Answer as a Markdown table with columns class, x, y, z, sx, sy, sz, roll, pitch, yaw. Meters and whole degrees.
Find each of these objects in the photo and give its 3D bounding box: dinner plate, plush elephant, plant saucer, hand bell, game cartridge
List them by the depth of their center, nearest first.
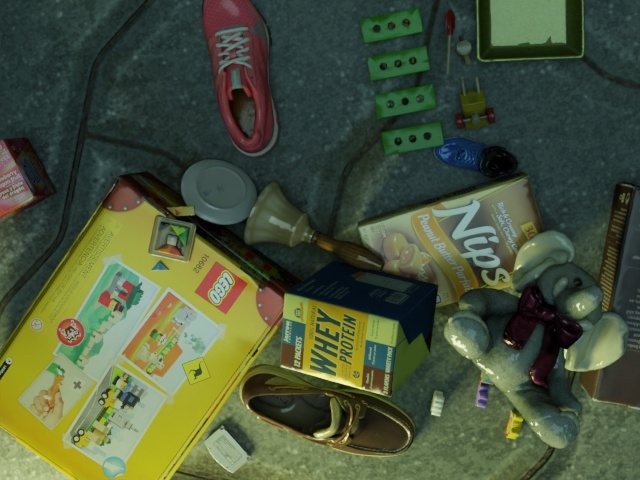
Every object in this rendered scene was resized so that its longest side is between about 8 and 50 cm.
| class | x | y | z | sx | sy | sz | roll | pitch | yaw |
| --- | --- | --- | --- | --- | --- | --- | --- | --- | --- |
| plush elephant | 0.370 | 0.138 | 1.690 | 0.255 | 0.330 | 0.272 | -43 | 90 | 5 |
| plant saucer | 0.365 | -0.410 | 1.815 | 0.188 | 0.045 | 0.188 | -2 | 96 | 3 |
| hand bell | 0.000 | 0.000 | 1.821 | 0.242 | 0.126 | 0.126 | 25 | 98 | 13 |
| dinner plate | -0.180 | -0.091 | 1.855 | 0.141 | 0.017 | 0.141 | 9 | 56 | -14 |
| game cartridge | -0.178 | 0.397 | 1.958 | 0.056 | 0.017 | 0.083 | -41 | 92 | 4 |

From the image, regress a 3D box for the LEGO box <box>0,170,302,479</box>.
| class | x | y | z | sx | sy | sz | roll | pitch | yaw |
| --- | --- | --- | --- | --- | --- | --- | --- | --- | --- |
| LEGO box | -0.324 | 0.183 | 1.852 | 0.372 | 0.193 | 0.500 | 36 | 97 | -1 |

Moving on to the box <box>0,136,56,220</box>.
| class | x | y | z | sx | sy | sz | roll | pitch | yaw |
| --- | --- | --- | --- | --- | --- | --- | --- | --- | --- |
| box | -0.632 | -0.077 | 1.876 | 0.256 | 0.128 | 0.123 | -27 | 94 | 7 |

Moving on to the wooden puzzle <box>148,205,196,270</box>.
| class | x | y | z | sx | sy | sz | roll | pitch | yaw |
| --- | --- | --- | --- | --- | --- | --- | --- | --- | --- |
| wooden puzzle | -0.248 | -0.003 | 1.723 | 0.078 | 0.014 | 0.116 | 6 | 97 | 3 |

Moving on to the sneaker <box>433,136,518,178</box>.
| class | x | y | z | sx | sy | sz | roll | pitch | yaw |
| --- | --- | --- | --- | --- | --- | --- | --- | --- | --- |
| sneaker | 0.276 | -0.148 | 1.831 | 0.152 | 0.084 | 0.058 | 15 | 97 | 2 |

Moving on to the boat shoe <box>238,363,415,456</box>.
| class | x | y | z | sx | sy | sz | roll | pitch | yaw |
| --- | --- | --- | --- | --- | --- | --- | --- | --- | --- |
| boat shoe | 0.017 | 0.324 | 1.869 | 0.341 | 0.123 | 0.123 | 23 | 97 | -10 |

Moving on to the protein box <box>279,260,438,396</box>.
| class | x | y | z | sx | sy | sz | roll | pitch | yaw |
| --- | --- | --- | --- | --- | --- | --- | --- | --- | --- |
| protein box | 0.067 | 0.142 | 1.743 | 0.201 | 0.200 | 0.136 | 12 | 110 | 22 |

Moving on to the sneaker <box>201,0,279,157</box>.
| class | x | y | z | sx | sy | sz | roll | pitch | yaw |
| --- | --- | --- | --- | --- | --- | --- | --- | --- | --- |
| sneaker | -0.136 | -0.302 | 1.814 | 0.115 | 0.136 | 0.314 | -13 | 95 | 4 |

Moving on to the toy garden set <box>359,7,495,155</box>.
| class | x | y | z | sx | sy | sz | roll | pitch | yaw |
| --- | --- | --- | --- | --- | --- | --- | --- | --- | --- |
| toy garden set | 0.193 | -0.290 | 1.840 | 0.203 | 0.049 | 0.244 | -10 | 95 | 8 |

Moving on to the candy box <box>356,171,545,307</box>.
| class | x | y | z | sx | sy | sz | roll | pitch | yaw |
| --- | --- | --- | --- | --- | --- | --- | --- | --- | --- |
| candy box | 0.240 | 0.010 | 1.849 | 0.316 | 0.087 | 0.183 | -17 | 98 | 6 |

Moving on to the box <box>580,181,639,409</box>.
| class | x | y | z | sx | sy | sz | roll | pitch | yaw |
| --- | --- | --- | --- | --- | --- | --- | --- | --- | --- |
| box | 0.592 | 0.101 | 1.814 | 0.191 | 0.143 | 0.382 | 10 | 95 | 2 |

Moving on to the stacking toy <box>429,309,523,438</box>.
| class | x | y | z | sx | sy | sz | roll | pitch | yaw |
| --- | --- | --- | --- | --- | --- | --- | --- | --- | --- |
| stacking toy | 0.307 | 0.240 | 1.894 | 0.166 | 0.052 | 0.221 | 14 | 95 | 0 |
